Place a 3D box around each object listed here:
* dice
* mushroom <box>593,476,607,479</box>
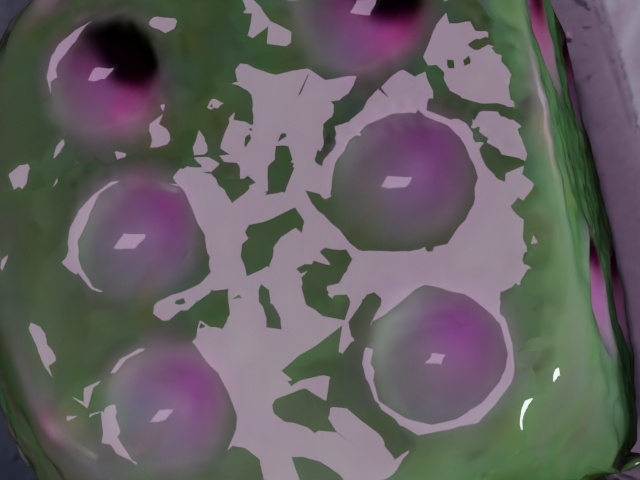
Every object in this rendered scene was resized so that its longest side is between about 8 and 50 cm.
[{"bbox_3d":[0.000,0.000,0.708,0.318,0.330,0.322,-13,84,16],"label":"dice"},{"bbox_3d":[0.279,0.216,0.668,0.292,0.217,0.212,5,90,16],"label":"mushroom"}]
